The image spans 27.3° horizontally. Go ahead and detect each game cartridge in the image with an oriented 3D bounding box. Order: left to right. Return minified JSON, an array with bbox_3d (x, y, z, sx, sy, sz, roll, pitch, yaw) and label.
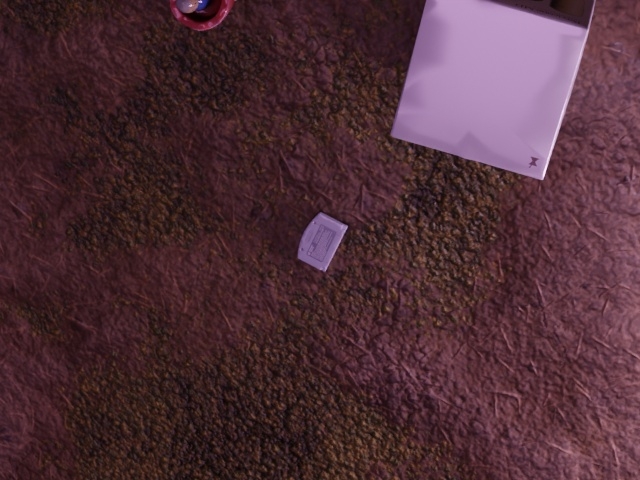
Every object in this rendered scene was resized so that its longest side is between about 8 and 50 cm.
[{"bbox_3d":[0.000,0.000,1.972,0.056,0.017,0.083,27,115,0],"label":"game cartridge"}]

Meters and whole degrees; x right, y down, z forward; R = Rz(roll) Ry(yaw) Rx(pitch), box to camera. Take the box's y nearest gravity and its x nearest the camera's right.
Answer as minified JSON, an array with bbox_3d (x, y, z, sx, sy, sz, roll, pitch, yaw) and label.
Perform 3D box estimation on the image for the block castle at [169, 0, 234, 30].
[{"bbox_3d":[-0.193,-0.534,1.707,0.303,0.213,0.453,23,115,6],"label":"block castle"}]

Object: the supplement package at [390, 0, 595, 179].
[{"bbox_3d":[0.228,-0.232,1.685,0.199,0.262,0.198,17,114,7],"label":"supplement package"}]
